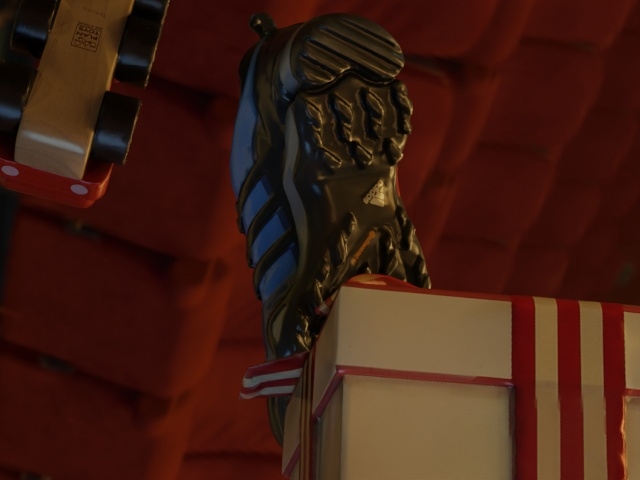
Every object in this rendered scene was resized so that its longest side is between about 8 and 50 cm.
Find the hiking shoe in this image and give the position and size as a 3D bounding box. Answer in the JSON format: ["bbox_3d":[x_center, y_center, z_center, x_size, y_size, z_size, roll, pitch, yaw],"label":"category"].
[{"bbox_3d":[0.000,0.000,1.036,0.132,0.113,0.304,14,-77,62],"label":"hiking shoe"}]

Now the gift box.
[{"bbox_3d":[0.086,0.160,0.834,0.276,0.255,0.258,124,-28,-66],"label":"gift box"}]

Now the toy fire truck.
[{"bbox_3d":[-0.237,-0.120,1.342,0.246,0.158,0.217,117,-14,-58],"label":"toy fire truck"}]
